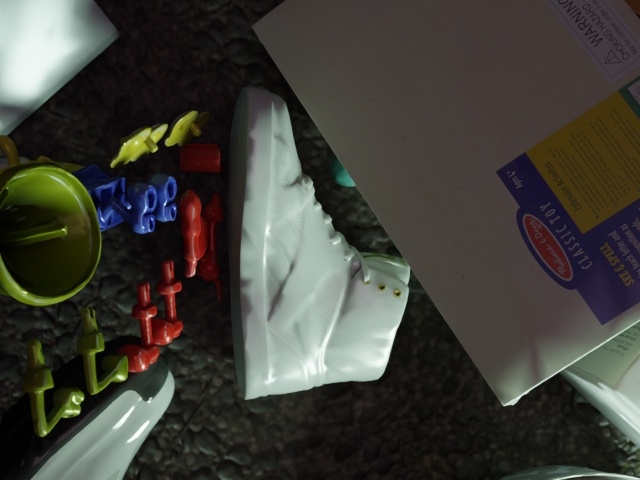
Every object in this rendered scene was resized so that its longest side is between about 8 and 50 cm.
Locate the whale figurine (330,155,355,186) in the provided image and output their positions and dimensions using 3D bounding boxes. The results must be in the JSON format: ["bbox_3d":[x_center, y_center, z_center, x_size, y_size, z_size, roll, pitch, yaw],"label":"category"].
[{"bbox_3d":[0.150,-0.089,0.851,0.272,0.141,0.216,8,92,-9],"label":"whale figurine"}]

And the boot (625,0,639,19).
[{"bbox_3d":[0.379,-0.177,0.862,0.283,0.109,0.220,42,58,-5],"label":"boot"}]

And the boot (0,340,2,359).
[{"bbox_3d":[-0.362,0.020,0.753,0.190,0.076,0.208,6,118,-15],"label":"boot"}]

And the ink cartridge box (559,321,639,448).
[{"bbox_3d":[0.375,0.093,0.888,0.171,0.168,0.232,42,85,-9],"label":"ink cartridge box"}]

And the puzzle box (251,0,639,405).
[{"bbox_3d":[0.155,-0.101,0.773,0.272,0.052,0.409,-34,77,9],"label":"puzzle box"}]

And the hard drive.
[{"bbox_3d":[-0.341,-0.144,0.750,0.307,0.040,0.203,-43,142,-5],"label":"hard drive"}]

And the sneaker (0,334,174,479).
[{"bbox_3d":[-0.233,0.309,0.815,0.257,0.169,0.447,41,93,-19],"label":"sneaker"}]

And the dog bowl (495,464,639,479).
[{"bbox_3d":[0.251,0.391,0.917,0.349,0.102,0.348,-1,93,-11],"label":"dog bowl"}]

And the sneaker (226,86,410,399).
[{"bbox_3d":[0.000,0.000,0.854,0.169,0.108,0.292,-4,104,-12],"label":"sneaker"}]

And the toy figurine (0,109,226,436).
[{"bbox_3d":[-0.237,0.003,0.730,0.217,0.362,0.191,3,106,15],"label":"toy figurine"}]
